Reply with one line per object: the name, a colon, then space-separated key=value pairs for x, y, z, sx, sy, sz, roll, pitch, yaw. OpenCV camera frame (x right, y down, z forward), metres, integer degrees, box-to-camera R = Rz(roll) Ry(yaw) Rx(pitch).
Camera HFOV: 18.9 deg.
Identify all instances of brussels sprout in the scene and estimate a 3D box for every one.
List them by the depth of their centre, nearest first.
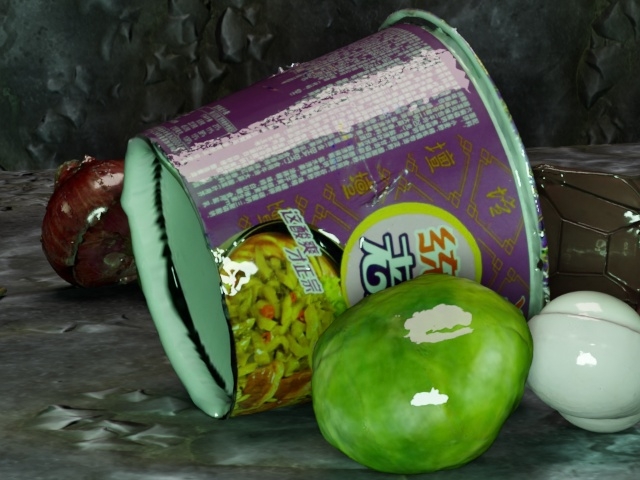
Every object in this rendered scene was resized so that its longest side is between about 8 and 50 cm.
brussels sprout: x=0.069 y=0.098 z=1.411 sx=0.144 sy=0.161 sz=0.181 roll=33 pitch=-21 yaw=-11

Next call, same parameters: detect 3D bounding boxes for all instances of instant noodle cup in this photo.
instant noodle cup: x=0.000 y=0.000 z=1.614 sx=0.266 sy=0.339 sz=0.340 roll=-18 pitch=13 yaw=-20

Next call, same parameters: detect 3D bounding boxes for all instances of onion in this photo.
onion: x=-0.254 y=-0.035 z=2.251 sx=0.184 sy=0.147 sz=0.184 roll=-30 pitch=-22 yaw=-13

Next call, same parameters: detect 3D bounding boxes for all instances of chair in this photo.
chair: x=0.275 y=0.003 z=1.908 sx=0.183 sy=0.175 sz=0.326 roll=10 pitch=16 yaw=21

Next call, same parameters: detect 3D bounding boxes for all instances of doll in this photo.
doll: x=0.297 y=0.103 z=1.444 sx=0.365 sy=0.094 sz=0.160 roll=5 pitch=-16 yaw=13

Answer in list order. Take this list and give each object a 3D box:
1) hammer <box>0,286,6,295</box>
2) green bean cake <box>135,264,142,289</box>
hammer: x=-0.383 y=0.070 z=2.152 sx=0.062 sy=0.017 sz=0.182 roll=-1 pitch=7 yaw=3
green bean cake: x=-0.081 y=0.006 z=2.138 sx=0.248 sy=0.124 sz=0.222 roll=-5 pitch=9 yaw=-21
